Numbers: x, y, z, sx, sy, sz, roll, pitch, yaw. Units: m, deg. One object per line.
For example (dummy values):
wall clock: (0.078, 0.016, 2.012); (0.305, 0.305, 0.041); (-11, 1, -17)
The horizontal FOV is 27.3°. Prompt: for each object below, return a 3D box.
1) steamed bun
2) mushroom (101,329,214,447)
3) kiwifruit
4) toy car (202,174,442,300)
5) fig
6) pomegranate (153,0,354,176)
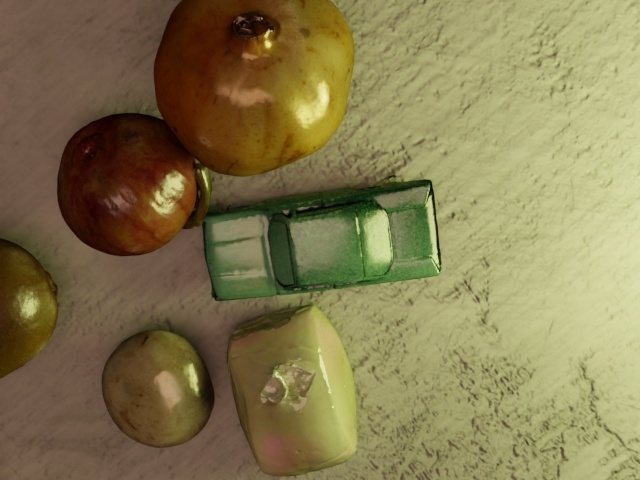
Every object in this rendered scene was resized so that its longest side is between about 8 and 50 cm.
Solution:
steamed bun: (-0.037, 0.218, 1.813); (0.170, 0.152, 0.238); (-14, 102, 4)
mushroom: (-0.223, 0.204, 1.825); (0.166, 0.127, 0.166); (5, 102, 22)
kiwifruit: (-0.464, 0.097, 1.759); (0.234, 0.196, 0.196); (-18, 104, -3)
toy car: (0.000, 0.000, 1.785); (0.321, 0.097, 0.141); (-8, 104, 1)
fig: (-0.241, -0.066, 1.727); (0.205, 0.205, 0.205); (0, 105, -1)
pomegranate: (-0.079, -0.210, 1.641); (0.264, 0.264, 0.264); (0, 105, -1)
